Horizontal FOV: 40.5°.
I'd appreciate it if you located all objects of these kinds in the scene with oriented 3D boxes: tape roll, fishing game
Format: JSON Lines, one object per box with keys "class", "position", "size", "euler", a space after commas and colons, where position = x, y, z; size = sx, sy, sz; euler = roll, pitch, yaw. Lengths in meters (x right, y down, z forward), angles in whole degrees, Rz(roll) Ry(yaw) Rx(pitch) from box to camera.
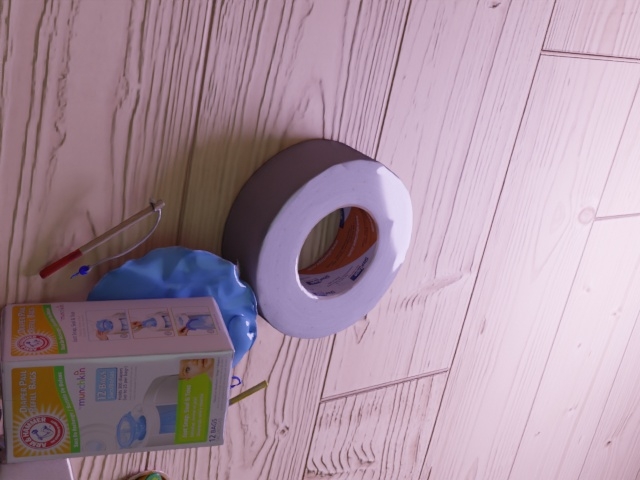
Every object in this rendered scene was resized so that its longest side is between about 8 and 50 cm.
{"class": "tape roll", "position": [0.000, 0.000, 0.979], "size": [0.219, 0.072, 0.219], "euler": [-20, 126, -30]}
{"class": "fishing game", "position": [-0.156, 0.084, 0.898], "size": [0.189, 0.041, 0.264], "euler": [-32, 122, -4]}

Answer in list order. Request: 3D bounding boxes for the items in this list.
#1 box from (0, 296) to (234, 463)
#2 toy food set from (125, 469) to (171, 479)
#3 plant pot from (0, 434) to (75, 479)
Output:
{"class": "box", "position": [-0.195, 0.128, 0.824], "size": [0.203, 0.103, 0.114], "euler": [0, 115, -18]}
{"class": "toy food set", "position": [-0.210, 0.304, 1.011], "size": [0.083, 0.020, 0.082], "euler": [-41, 134, -14]}
{"class": "plant pot", "position": [-0.299, 0.247, 0.849], "size": [0.109, 0.109, 0.096], "euler": [4, 99, -41]}
